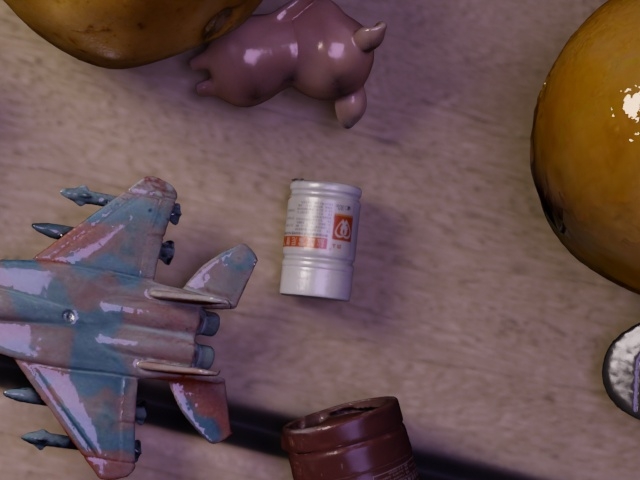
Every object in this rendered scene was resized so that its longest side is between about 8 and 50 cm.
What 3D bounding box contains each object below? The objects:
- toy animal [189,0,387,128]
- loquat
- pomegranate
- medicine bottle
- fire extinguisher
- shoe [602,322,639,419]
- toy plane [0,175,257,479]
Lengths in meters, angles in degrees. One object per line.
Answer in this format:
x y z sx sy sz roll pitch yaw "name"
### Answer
-0.023 -0.135 1.408 0.150 0.083 0.089 -6 68 1 "toy animal"
0.292 -0.074 1.407 0.263 0.263 0.263 1 88 -16 "loquat"
-0.136 -0.229 1.310 0.233 0.233 0.233 1 88 -16 "pomegranate"
0.000 0.000 1.420 0.057 0.057 0.089 7 87 -15 "medicine bottle"
0.046 0.260 1.401 0.104 0.105 0.269 -15 93 -16 "fire extinguisher"
0.381 0.098 1.502 0.293 0.149 0.109 -8 85 16 "shoe"
-0.210 0.050 1.338 0.326 0.104 0.223 10 84 -11 "toy plane"
